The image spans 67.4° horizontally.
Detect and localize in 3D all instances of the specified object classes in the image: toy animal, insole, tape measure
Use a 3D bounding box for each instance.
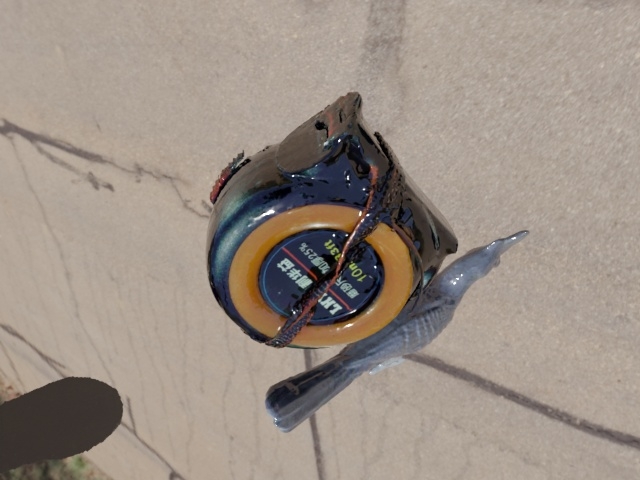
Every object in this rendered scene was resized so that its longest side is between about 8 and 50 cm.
[{"bbox_3d":[0.095,0.118,0.625,0.081,0.367,0.205,53,167,19],"label":"toy animal"},{"bbox_3d":[-0.369,0.246,0.619,0.012,0.309,0.110,-11,85,19],"label":"insole"},{"bbox_3d":[0.000,0.000,0.450,0.223,0.135,0.202,-36,123,18],"label":"tape measure"}]
